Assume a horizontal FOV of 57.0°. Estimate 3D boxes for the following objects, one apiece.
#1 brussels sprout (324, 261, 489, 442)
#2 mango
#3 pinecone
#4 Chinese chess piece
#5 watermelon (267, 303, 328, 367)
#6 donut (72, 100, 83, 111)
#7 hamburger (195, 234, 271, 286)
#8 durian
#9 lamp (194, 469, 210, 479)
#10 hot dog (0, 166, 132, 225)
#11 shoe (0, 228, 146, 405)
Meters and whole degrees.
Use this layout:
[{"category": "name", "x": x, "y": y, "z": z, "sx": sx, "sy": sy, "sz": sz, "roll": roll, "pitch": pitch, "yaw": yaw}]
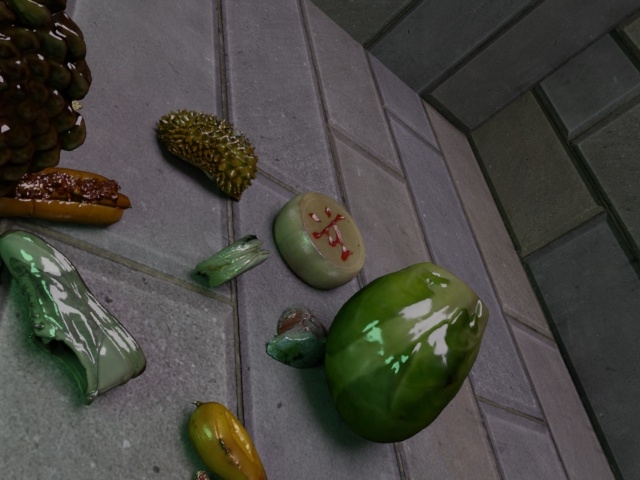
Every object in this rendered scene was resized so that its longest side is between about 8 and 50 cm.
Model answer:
[{"category": "brussels sprout", "x": 0.168, "y": 0.225, "z": 1.187, "sx": 0.275, "sy": 0.371, "sz": 0.314, "roll": 36, "pitch": 1, "yaw": 35}, {"category": "mango", "x": -0.145, "y": 0.328, "z": 0.926, "sx": 0.187, "sy": 0.066, "sz": 0.101, "roll": 50, "pitch": 10, "yaw": -1}, {"category": "pinecone", "x": -0.507, "y": -0.250, "z": 0.765, "sx": 0.384, "sy": 0.384, "sz": 0.385, "roll": 35, "pitch": 34, "yaw": -29}, {"category": "Chinese chess piece", "x": 0.000, "y": 0.000, "z": 1.451, "sx": 0.249, "sy": 0.103, "sz": 0.250, "roll": 34, "pitch": 37, "yaw": -30}, {"category": "watermelon", "x": -0.037, "y": 0.189, "z": 1.236, "sx": 0.187, "sy": 0.071, "sz": 0.139, "roll": 15, "pitch": 43, "yaw": -48}, {"category": "donut", "x": -0.486, "y": -0.263, "z": 1.074, "sx": 0.083, "sy": 0.067, "sz": 0.038, "roll": 72, "pitch": 30, "yaw": -46}, {"category": "hamburger", "x": -0.167, "y": 0.038, "z": 1.142, "sx": 0.140, "sy": 0.133, "sz": 0.063, "roll": -36, "pitch": 98, "yaw": -52}, {"category": "durian", "x": -0.240, "y": -0.216, "z": 1.313, "sx": 0.249, "sy": 0.138, "sz": 0.183, "roll": 31, "pitch": 44, "yaw": -24}, {"category": "lamp", "x": -0.159, "y": 0.388, "z": 0.888, "sx": 0.083, "sy": 0.031, "sz": 0.063, "roll": 42, "pitch": 32, "yaw": -28}, {"category": "hot dog", "x": -0.418, "y": -0.079, "z": 0.962, "sx": 0.249, "sy": 0.076, "sz": 0.102, "roll": 7, "pitch": 50, "yaw": -51}, {"category": "shoe", "x": -0.365, "y": 0.105, "z": 0.825, "sx": 0.275, "sy": 0.103, "sz": 0.098, "roll": 50, "pitch": 43, "yaw": -3}]
